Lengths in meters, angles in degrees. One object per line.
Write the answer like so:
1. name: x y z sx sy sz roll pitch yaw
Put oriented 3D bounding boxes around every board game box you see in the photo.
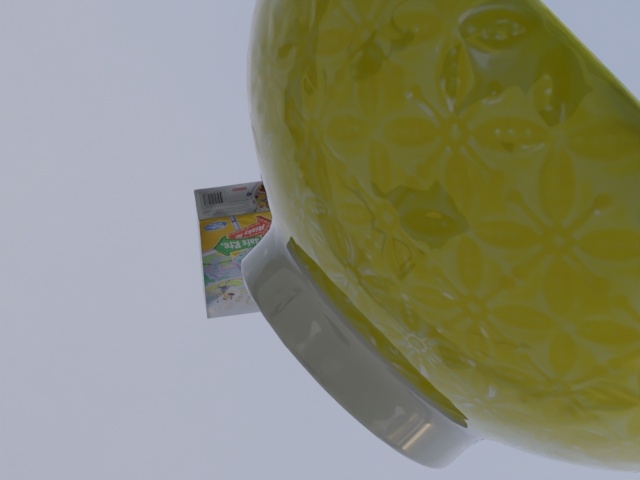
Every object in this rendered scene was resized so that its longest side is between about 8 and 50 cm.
1. board game box: 0.000 0.000 1.145 0.103 0.154 0.026 89 -9 -52

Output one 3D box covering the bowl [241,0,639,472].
1. bowl: 0.063 -0.005 0.699 0.156 0.289 0.289 -45 -106 11
